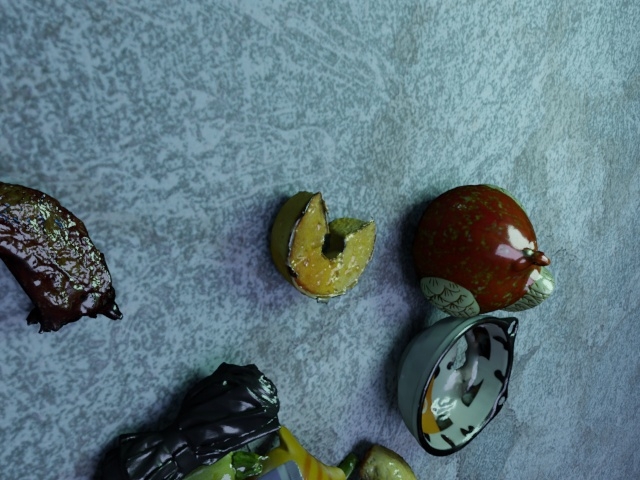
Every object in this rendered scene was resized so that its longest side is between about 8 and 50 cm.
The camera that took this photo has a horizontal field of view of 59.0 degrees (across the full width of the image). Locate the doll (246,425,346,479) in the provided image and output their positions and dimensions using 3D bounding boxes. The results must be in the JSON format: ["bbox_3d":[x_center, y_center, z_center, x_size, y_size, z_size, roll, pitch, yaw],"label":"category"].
[{"bbox_3d":[-0.077,0.436,0.830,0.167,0.162,0.269,44,79,-20],"label":"doll"}]

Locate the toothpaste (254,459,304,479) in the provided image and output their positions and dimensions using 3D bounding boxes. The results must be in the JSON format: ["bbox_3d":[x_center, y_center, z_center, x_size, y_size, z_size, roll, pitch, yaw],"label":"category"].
[{"bbox_3d":[-0.179,0.415,0.717,0.372,0.080,0.125,-20,75,-15],"label":"toothpaste"}]

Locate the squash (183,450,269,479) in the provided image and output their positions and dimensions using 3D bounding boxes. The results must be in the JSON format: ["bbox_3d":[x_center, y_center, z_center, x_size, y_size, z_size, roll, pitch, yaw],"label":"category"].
[{"bbox_3d":[-0.164,0.336,0.779,0.200,0.075,0.090,-33,107,-3],"label":"squash"}]

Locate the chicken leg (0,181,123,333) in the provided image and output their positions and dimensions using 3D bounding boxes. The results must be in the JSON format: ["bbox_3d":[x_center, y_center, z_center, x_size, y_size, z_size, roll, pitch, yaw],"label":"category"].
[{"bbox_3d":[-0.287,0.013,0.575,0.105,0.063,0.233,-44,126,-27],"label":"chicken leg"}]

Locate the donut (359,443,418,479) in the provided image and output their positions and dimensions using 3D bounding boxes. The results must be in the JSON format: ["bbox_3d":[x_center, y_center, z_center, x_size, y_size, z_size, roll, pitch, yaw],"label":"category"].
[{"bbox_3d":[0.099,0.468,0.987,0.217,0.141,0.085,-61,151,-25],"label":"donut"}]

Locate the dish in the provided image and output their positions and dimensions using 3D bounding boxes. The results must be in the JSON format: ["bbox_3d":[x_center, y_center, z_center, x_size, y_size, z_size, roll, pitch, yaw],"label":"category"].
[{"bbox_3d":[0.237,0.249,1.063,0.303,0.120,0.302,-16,116,-37],"label":"dish"}]

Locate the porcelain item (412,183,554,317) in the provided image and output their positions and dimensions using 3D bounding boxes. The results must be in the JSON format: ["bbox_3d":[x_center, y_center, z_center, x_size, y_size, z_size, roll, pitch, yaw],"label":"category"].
[{"bbox_3d":[0.287,0.024,0.960,0.253,0.253,0.252,-14,113,-37],"label":"porcelain item"}]

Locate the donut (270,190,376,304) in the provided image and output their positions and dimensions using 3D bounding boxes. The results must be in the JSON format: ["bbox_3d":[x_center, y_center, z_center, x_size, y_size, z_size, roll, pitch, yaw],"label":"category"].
[{"bbox_3d":[-0.003,0.011,0.812,0.181,0.078,0.146,22,90,-49],"label":"donut"}]

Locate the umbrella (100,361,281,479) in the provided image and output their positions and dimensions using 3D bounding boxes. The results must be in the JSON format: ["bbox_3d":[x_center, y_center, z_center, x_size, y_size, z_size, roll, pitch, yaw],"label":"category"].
[{"bbox_3d":[-0.202,0.280,0.717,0.340,0.118,0.118,-34,124,-17],"label":"umbrella"}]

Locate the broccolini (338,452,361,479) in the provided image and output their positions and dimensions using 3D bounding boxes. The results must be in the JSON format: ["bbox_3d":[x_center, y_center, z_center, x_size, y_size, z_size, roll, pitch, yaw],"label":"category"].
[{"bbox_3d":[0.004,0.464,0.976,0.216,0.058,0.067,-40,123,-25],"label":"broccolini"}]
